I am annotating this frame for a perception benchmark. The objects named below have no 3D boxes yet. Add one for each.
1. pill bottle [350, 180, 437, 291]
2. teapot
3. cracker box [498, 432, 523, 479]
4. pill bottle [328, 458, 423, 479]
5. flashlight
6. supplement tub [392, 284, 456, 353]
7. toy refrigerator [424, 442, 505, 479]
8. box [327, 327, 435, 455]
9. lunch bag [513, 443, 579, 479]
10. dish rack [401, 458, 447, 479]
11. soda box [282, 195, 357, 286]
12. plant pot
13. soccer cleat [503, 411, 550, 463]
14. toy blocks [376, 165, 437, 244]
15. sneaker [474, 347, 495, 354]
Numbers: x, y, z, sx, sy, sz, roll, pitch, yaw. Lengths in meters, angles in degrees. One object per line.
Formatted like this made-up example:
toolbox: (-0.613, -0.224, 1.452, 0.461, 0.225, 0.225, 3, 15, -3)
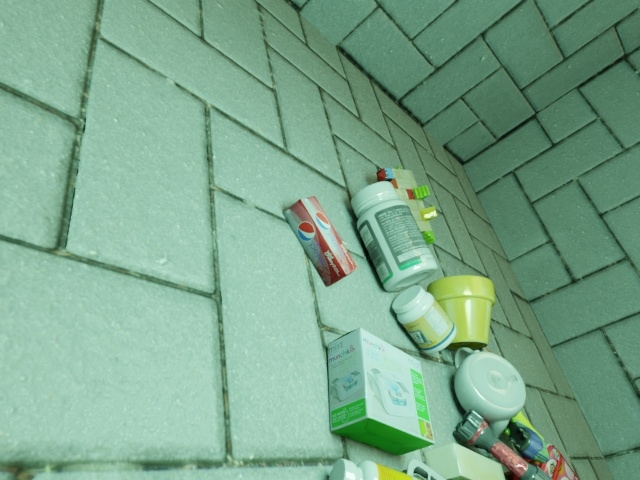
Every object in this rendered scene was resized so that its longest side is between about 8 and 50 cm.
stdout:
pill bottle: (0.254, -0.018, 1.647, 0.204, 0.204, 0.362, 7, 55, -53)
teapot: (0.564, 0.523, 1.597, 0.252, 0.187, 0.256, 33, 46, 12)
cracker box: (0.709, 0.764, 1.673, 0.155, 0.067, 0.232, 41, 32, -22)
pill bottle: (0.124, 0.530, 0.948, 0.208, 0.118, 0.118, 24, 37, -9)
flashlight: (0.566, 0.665, 1.420, 0.304, 0.103, 0.103, 38, 51, 19)
supplement tub: (0.352, 0.268, 1.565, 0.200, 0.144, 0.144, 51, 29, -8)
toy refrigerator: (0.418, 0.668, 1.304, 0.269, 0.102, 0.094, 36, 35, -32)
box: (0.148, 0.388, 1.165, 0.261, 0.126, 0.231, 34, 38, -32)
lunch bag: (0.723, 0.828, 1.503, 0.293, 0.120, 0.258, -43, 101, -38)
dish rack: (0.266, 0.720, 1.057, 0.285, 0.072, 0.333, 43, 31, -23)
soda box: (0.000, 0.000, 1.375, 0.264, 0.083, 0.092, 58, 29, 6)
plant pot: (0.544, 0.286, 1.755, 0.253, 0.253, 0.239, 26, 55, -41)
soccer cleat: (0.692, 0.659, 1.557, 0.121, 0.094, 0.289, 35, 8, 7)
toy blocks: (0.318, -0.155, 1.938, 0.260, 0.190, 0.382, -2, 71, -42)
sneaker: (0.645, 0.491, 1.835, 0.108, 0.121, 0.302, 34, 3, 21)
